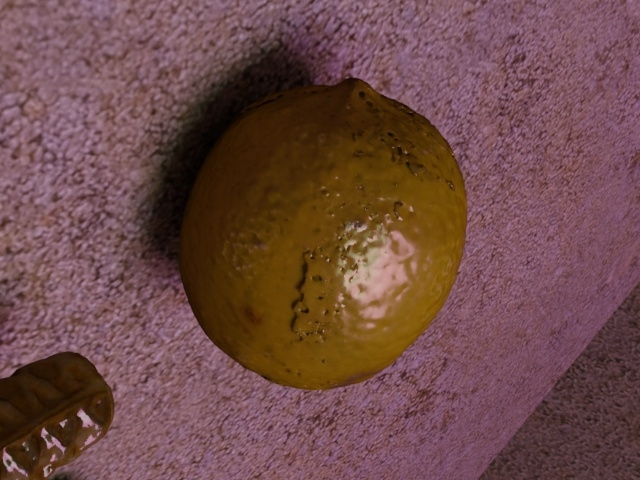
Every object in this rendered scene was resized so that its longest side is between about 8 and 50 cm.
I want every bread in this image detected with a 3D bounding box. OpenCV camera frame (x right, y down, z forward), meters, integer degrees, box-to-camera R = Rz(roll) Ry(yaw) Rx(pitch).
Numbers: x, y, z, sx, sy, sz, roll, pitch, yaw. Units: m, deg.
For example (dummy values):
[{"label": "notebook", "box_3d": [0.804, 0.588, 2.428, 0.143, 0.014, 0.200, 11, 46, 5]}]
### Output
[{"label": "bread", "box_3d": [-0.281, 0.175, 1.014, 0.367, 0.077, 0.084, -30, 118, -51]}]

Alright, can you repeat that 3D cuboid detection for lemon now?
[{"label": "lemon", "box_3d": [0.000, 0.000, 1.282, 0.258, 0.258, 0.310, -13, 134, -55]}]
